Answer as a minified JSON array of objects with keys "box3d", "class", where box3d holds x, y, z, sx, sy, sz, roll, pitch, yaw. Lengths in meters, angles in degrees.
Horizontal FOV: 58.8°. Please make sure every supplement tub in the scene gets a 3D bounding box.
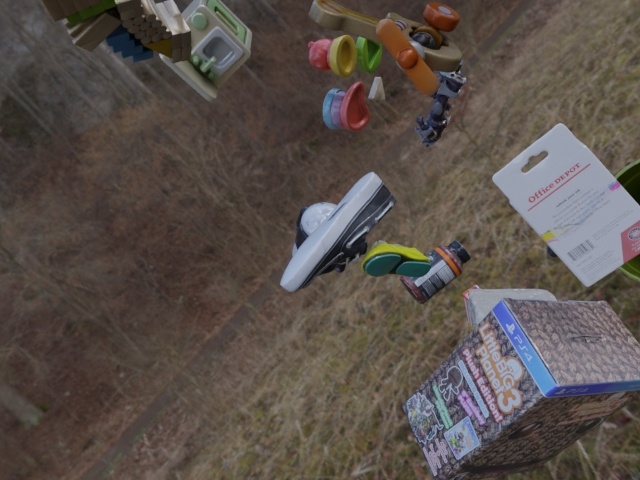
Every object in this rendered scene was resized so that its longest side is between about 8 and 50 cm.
[{"box3d":[0.332,0.086,1.630,0.198,0.106,0.106,-38,3,-1],"class":"supplement tub"}]

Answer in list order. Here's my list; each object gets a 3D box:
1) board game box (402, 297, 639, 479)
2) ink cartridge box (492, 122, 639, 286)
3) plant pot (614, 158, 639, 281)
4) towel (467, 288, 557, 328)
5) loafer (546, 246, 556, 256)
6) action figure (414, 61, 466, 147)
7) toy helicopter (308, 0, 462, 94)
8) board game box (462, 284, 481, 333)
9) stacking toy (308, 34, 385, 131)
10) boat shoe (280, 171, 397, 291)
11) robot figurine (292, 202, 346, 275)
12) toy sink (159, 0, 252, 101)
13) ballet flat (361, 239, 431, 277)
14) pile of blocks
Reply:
[{"box3d":[0.310,0.234,0.872,0.291,0.232,0.141,-61,37,37],"class":"board game box"},{"box3d":[0.331,-0.052,0.747,0.115,0.198,0.067,-41,6,23],"class":"ink cartridge box"},{"box3d":[1.048,-0.048,1.637,0.353,0.366,0.366,4,-39,-45],"class":"plant pot"},{"box3d":[0.409,0.175,1.166,0.187,0.049,0.282,-2,21,9],"class":"towel"},{"box3d":[0.650,-0.033,1.502,0.170,0.061,0.062,-58,12,18],"class":"loafer"},{"box3d":[0.343,-0.391,1.647,0.285,0.099,0.185,98,-169,-54],"class":"action figure"},{"box3d":[0.146,-0.440,1.238,0.235,0.355,0.140,-91,20,-44],"class":"toy helicopter"},{"box3d":[0.420,0.219,1.392,0.045,0.193,0.147,-31,46,-7],"class":"board game box"},{"box3d":[0.082,-0.524,1.825,0.279,0.130,0.309,-45,-43,-42],"class":"stacking toy"},{"box3d":[0.045,0.000,1.118,0.301,0.102,0.108,-50,13,-24],"class":"boat shoe"},{"box3d":[0.003,0.001,1.916,0.173,0.209,0.278,-71,-2,-49],"class":"robot figurine"},{"box3d":[-0.250,-0.451,1.291,0.131,0.153,0.234,-37,31,23],"class":"toy sink"},{"box3d":[0.152,0.037,1.234,0.231,0.077,0.077,9,-50,-46],"class":"ballet flat"},{"box3d":[-0.372,-0.417,1.011,0.149,0.112,0.362,-34,-15,14],"class":"pile of blocks"}]
